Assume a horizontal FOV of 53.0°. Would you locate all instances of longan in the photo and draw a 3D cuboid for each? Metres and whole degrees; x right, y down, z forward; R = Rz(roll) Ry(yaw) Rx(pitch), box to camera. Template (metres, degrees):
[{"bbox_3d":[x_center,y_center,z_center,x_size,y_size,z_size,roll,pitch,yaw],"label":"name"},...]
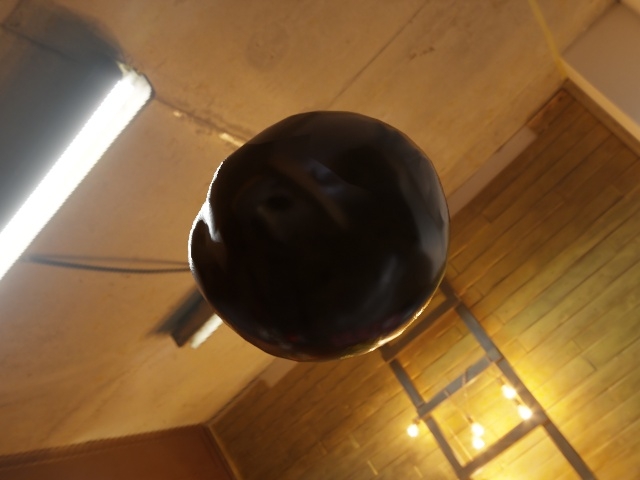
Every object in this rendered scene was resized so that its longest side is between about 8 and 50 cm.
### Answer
[{"bbox_3d":[0.000,0.000,0.918,0.404,0.336,0.404,-4,-26,-2],"label":"longan"}]
